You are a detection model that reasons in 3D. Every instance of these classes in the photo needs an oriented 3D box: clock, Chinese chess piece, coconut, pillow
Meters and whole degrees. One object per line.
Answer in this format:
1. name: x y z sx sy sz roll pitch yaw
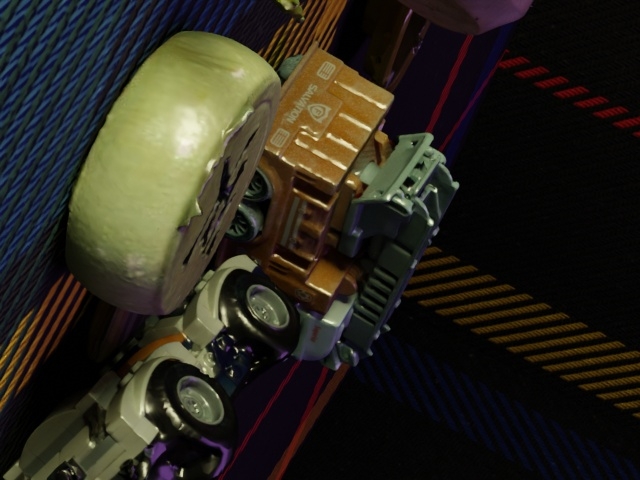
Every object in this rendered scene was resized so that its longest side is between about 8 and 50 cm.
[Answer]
1. clock: 0.088 -0.252 1.941 0.237 0.057 0.237 -63 174 -12
2. Chinese chess piece: -0.093 -0.043 1.282 0.188 0.083 0.188 90 26 -74
3. coconut: 0.130 -0.275 1.735 0.162 0.161 0.161 -62 173 -10
4. pillow: -0.115 0.004 1.475 0.113 0.038 0.203 -63 175 28

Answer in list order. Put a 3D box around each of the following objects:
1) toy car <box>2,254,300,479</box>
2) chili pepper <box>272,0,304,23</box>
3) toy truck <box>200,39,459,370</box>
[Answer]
1. toy car: -0.129 0.121 1.507 0.193 0.118 0.301 -43 -171 32
2. chili pepper: 0.019 -0.285 1.207 0.085 0.076 0.359 73 37 -53
3. toy truck: 0.000 0.000 1.709 0.133 0.184 0.338 -57 171 -33
